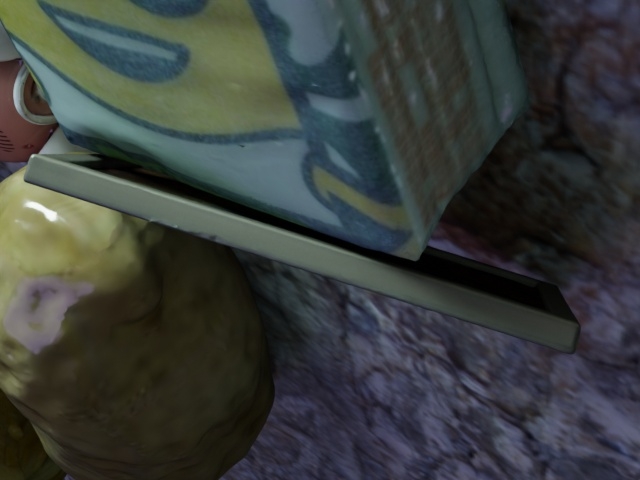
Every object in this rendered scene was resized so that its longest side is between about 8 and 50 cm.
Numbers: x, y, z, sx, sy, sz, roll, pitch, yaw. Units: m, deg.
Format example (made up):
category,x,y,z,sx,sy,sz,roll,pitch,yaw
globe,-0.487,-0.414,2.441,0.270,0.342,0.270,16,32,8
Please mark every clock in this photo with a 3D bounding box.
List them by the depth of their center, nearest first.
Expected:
category,x,y,z,sx,sy,sz,roll,pitch,yaw
clock,-0.212,-0.106,0.948,0.162,0.092,0.166,14,145,36

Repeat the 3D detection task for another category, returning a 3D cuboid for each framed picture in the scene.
category,x,y,z,sx,sy,sz,roll,pitch,yaw
framed picture,0.000,0.000,0.741,0.250,0.016,0.184,18,-175,5

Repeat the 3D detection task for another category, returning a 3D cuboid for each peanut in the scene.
category,x,y,z,sx,sy,sz,roll,pitch,yaw
peanut,-0.124,0.058,0.981,0.192,0.169,0.387,53,168,17

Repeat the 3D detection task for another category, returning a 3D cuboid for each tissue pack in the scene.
category,x,y,z,sx,sy,sz,roll,pitch,yaw
tissue pack,-0.059,-0.156,0.617,0.228,0.128,0.311,19,149,35

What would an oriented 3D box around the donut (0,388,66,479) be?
category,x,y,z,sx,sy,sz,roll,pitch,yaw
donut,-0.407,0.203,1.412,0.360,0.360,0.170,-18,84,60
